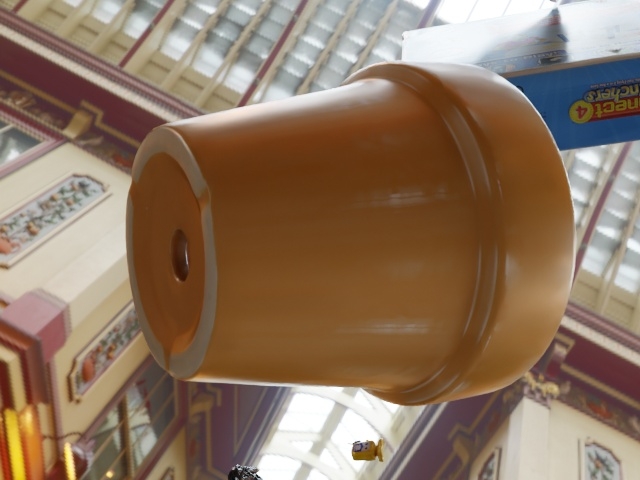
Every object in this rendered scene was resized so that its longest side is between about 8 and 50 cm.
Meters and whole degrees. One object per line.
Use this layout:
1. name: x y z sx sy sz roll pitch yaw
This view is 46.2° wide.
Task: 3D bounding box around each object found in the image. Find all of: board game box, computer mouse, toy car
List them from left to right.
1. computer mouse: -0.075 0.434 1.161 0.042 0.106 0.193 -37 -110 -3
2. toy car: 0.031 0.137 0.683 0.040 0.122 0.060 -11 -46 14
3. board game box: 0.248 -0.191 0.853 0.308 0.302 0.086 -7 -65 11

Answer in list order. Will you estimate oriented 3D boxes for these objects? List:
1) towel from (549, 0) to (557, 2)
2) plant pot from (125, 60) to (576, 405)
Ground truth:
1. towel: 0.140 -0.384 0.900 0.324 0.248 0.038 23 -87 15
2. plant pot: 0.000 0.000 0.423 0.205 0.187 0.205 13 -75 58
